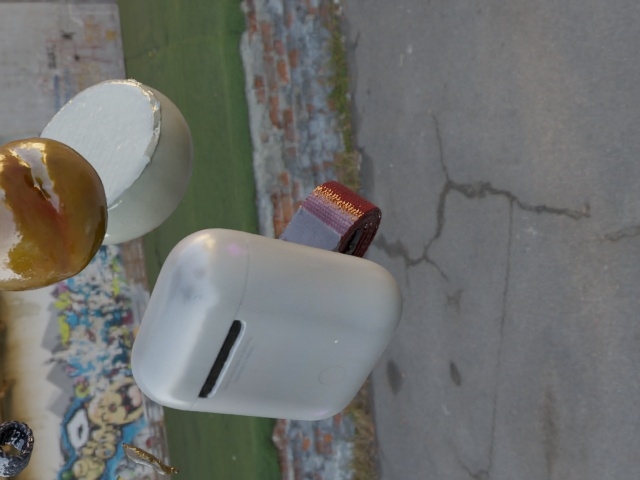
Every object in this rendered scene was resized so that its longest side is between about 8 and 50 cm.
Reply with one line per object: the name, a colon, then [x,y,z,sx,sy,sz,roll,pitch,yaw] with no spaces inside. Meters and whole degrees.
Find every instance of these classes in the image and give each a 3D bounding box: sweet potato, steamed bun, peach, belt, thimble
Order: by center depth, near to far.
peach: [-0.244,-0.022,0.582,0.138,0.138,0.138,173,90,-72]
belt: [0.000,0.000,1.161,0.124,0.128,0.201,37,100,24]
sweet potato: [-0.294,0.374,1.187,0.026,0.115,0.026,-59,-17,-29]
thimble: [-0.629,0.422,1.414,0.066,0.095,0.104,-57,-6,23]
steamed bun: [-0.444,-0.158,1.549,0.241,0.374,0.375,50,-161,-58]

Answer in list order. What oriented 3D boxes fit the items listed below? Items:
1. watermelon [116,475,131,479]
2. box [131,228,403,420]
watermelon: [-0.427,0.663,1.634,0.193,0.137,0.145,43,118,42]
box: [-0.073,0.130,0.986,0.289,0.348,0.141,-62,28,31]
